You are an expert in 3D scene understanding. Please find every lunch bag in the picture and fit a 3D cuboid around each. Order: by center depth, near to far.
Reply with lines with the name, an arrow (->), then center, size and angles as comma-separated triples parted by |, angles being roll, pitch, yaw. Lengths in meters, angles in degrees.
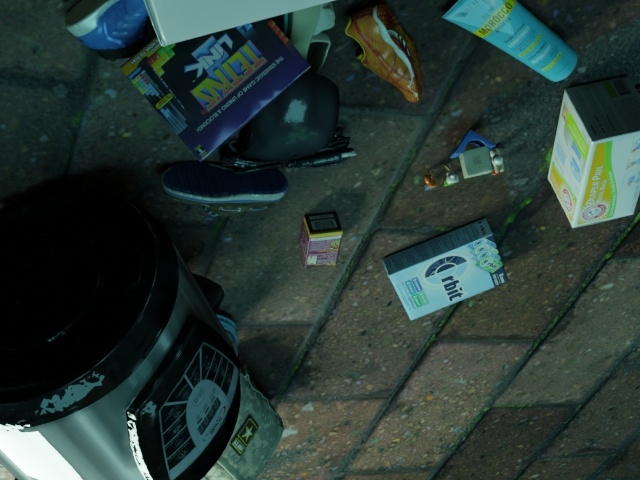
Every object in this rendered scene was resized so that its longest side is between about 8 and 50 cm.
lunch bag -> -0.219, 0.347, 1.937 | 0.287, 0.169, 0.235 | -29, 139, 2

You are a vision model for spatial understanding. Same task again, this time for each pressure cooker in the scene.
pressure cooker -> -0.306, 0.175, 1.513 | 0.369, 0.376, 0.420 | -18, 140, 2

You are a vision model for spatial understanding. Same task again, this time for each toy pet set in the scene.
toy pet set -> 0.214, -0.123, 1.622 | 0.122, 0.065, 0.114 | -13, 178, -2

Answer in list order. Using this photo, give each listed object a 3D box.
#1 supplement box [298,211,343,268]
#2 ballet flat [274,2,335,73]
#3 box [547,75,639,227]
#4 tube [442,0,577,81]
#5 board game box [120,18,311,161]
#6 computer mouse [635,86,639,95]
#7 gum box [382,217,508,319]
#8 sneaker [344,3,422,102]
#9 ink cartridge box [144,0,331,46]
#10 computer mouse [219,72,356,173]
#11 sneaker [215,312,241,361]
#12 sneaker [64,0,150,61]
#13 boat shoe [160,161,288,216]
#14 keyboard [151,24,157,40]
supplement box -> 0.000, 0.000, 1.683 | 0.055, 0.043, 0.083 | -6, 141, -15
ballet flat -> -0.023, -0.259, 1.319 | 0.086, 0.086, 0.248 | -6, 150, -15
box -> 0.420, -0.129, 1.634 | 0.103, 0.114, 0.203 | -12, 144, -6
tube -> 0.257, -0.279, 1.440 | 0.207, 0.052, 0.080 | 25, 116, -34
board game box -> -0.119, -0.198, 1.245 | 0.170, 0.048, 0.141 | -41, 97, 4
computer mouse -> 0.541, -0.175, 1.696 | 0.071, 0.041, 0.242 | -19, 141, 30
gum box -> 0.214, 0.051, 1.836 | 0.184, 0.041, 0.157 | -22, 143, 7
sneaker -> 0.086, -0.242, 1.414 | 0.067, 0.064, 0.175 | -11, 142, 25
ink cartridge box -> -0.100, -0.358, 1.004 | 0.198, 0.270, 0.197 | -15, 143, -3
computer mouse -> -0.034, -0.131, 1.401 | 0.188, 0.072, 0.272 | -8, 166, -7
sneaker -> -0.257, 0.194, 1.756 | 0.261, 0.125, 0.104 | -11, 142, -10
sneaker -> -0.211, -0.261, 1.254 | 0.152, 0.058, 0.084 | -28, 136, 20
boat shoe -> -0.139, -0.064, 1.529 | 0.183, 0.066, 0.066 | 3, 144, -22
keyboard -> -0.147, -0.268, 1.304 | 0.108, 0.023, 0.180 | -5, 142, -16
